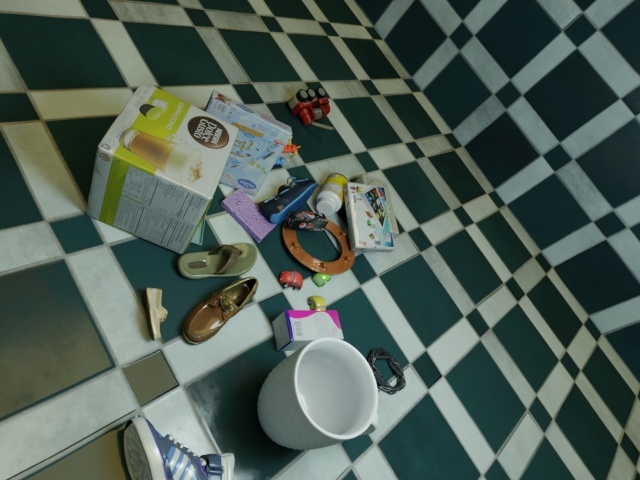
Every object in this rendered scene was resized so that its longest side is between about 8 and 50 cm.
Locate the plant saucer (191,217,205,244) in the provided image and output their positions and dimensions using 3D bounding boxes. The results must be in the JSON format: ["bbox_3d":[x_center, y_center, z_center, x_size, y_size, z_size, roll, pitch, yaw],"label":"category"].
[{"bbox_3d":[-0.452,-0.068,1.645,0.067,0.018,0.192,18,51,-27],"label":"plant saucer"}]

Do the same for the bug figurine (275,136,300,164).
[{"bbox_3d":[-0.211,-0.360,1.905,0.216,0.279,0.072,-2,85,-18],"label":"bug figurine"}]

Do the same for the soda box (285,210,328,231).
[{"bbox_3d":[-0.055,-0.078,1.857,0.168,0.060,0.053,2,45,-35],"label":"soda box"}]

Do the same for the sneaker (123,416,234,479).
[{"bbox_3d":[-0.348,0.582,1.195,0.236,0.130,0.323,-9,61,-51],"label":"sneaker"}]

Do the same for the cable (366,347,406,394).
[{"bbox_3d":[0.255,0.503,1.762,0.184,0.047,0.151,41,39,-3],"label":"cable"}]

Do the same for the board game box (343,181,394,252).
[{"bbox_3d":[0.210,-0.101,1.995,0.192,0.053,0.306,4,67,-24],"label":"board game box"}]

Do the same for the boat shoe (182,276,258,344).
[{"bbox_3d":[-0.320,0.209,1.482,0.111,0.104,0.307,45,44,-2],"label":"boat shoe"}]

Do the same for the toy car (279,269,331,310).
[{"bbox_3d":[-0.020,0.166,1.780,0.239,0.053,0.225,47,44,0],"label":"toy car"}]

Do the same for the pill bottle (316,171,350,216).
[{"bbox_3d":[0.053,-0.205,2.056,0.117,0.117,0.215,36,45,-11],"label":"pill bottle"}]

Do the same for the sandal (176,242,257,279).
[{"bbox_3d":[-0.341,0.068,1.580,0.302,0.086,0.120,-12,68,-42],"label":"sandal"}]

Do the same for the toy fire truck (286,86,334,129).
[{"bbox_3d":[-0.018,-0.643,2.310,0.217,0.158,0.247,-26,89,-46],"label":"toy fire truck"}]

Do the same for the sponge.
[{"bbox_3d":[-0.279,-0.100,1.789,0.210,0.031,0.117,45,44,-2],"label":"sponge"}]

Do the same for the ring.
[{"bbox_3d":[0.000,0.000,1.891,0.336,0.032,0.337,20,40,-18],"label":"ring"}]

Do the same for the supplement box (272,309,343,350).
[{"bbox_3d":[-0.044,0.317,1.611,0.219,0.114,0.111,6,56,-33],"label":"supplement box"}]

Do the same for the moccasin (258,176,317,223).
[{"bbox_3d":[-0.126,-0.194,1.889,0.116,0.138,0.342,35,35,9],"label":"moccasin"}]

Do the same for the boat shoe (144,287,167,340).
[{"bbox_3d":[-0.491,0.218,1.376,0.059,0.063,0.170,-1,60,-31],"label":"boat shoe"}]

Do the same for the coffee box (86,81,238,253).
[{"bbox_3d":[-0.503,-0.224,1.475,0.334,0.338,0.338,24,49,-17],"label":"coffee box"}]

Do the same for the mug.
[{"bbox_3d":[0.002,0.494,1.363,0.373,0.328,0.276,30,47,-18],"label":"mug"}]

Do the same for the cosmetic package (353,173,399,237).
[{"bbox_3d":[0.254,-0.148,2.174,0.160,0.113,0.310,14,52,-29],"label":"cosmetic package"}]

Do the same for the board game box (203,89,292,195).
[{"bbox_3d":[-0.321,-0.356,1.734,0.318,0.318,0.066,21,35,-25],"label":"board game box"}]
